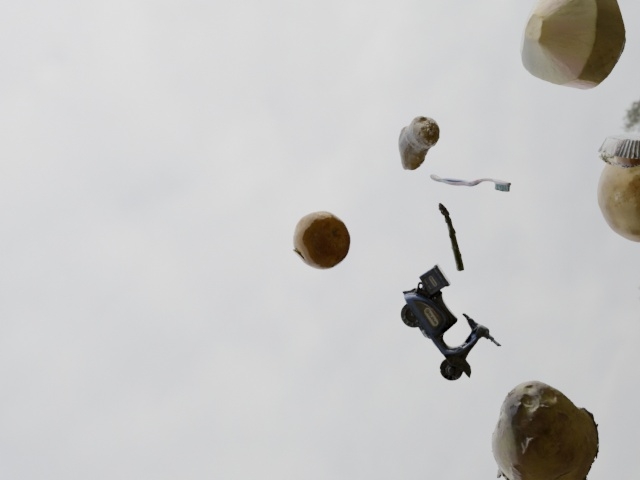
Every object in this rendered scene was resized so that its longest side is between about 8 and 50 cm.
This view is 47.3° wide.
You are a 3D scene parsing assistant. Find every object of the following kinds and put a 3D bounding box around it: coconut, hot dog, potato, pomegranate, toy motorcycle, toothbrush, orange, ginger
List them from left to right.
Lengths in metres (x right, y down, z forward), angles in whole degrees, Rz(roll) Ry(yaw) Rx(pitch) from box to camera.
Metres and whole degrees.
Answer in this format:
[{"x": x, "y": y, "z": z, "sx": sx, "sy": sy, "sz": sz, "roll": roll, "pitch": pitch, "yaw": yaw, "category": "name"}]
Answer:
[{"x": 0.000, "y": 0.000, "z": 1.866, "sx": 0.155, "sy": 0.134, "sz": 0.154, "roll": 8, "pitch": -105, "yaw": -33, "category": "orange"}, {"x": 0.226, "y": -0.229, "z": 1.705, "sx": 0.069, "sy": 0.190, "sz": 0.095, "roll": 3, "pitch": -109, "yaw": -13, "category": "ginger"}, {"x": 0.402, "y": 0.267, "z": 2.321, "sx": 0.213, "sy": 0.358, "sz": 0.125, "roll": -35, "pitch": -5, "yaw": 12, "category": "toy motorcycle"}, {"x": 0.341, "y": -0.136, "z": 1.689, "sx": 0.021, "sy": 0.269, "sz": 0.027, "roll": 3, "pitch": -83, "yaw": -30, "category": "toothbrush"}, {"x": 0.560, "y": 0.523, "z": 1.929, "sx": 0.237, "sy": 0.301, "sz": 0.288, "roll": 33, "pitch": -139, "yaw": -49, "category": "potato"}, {"x": 0.569, "y": -0.471, "z": 1.663, "sx": 0.259, "sy": 0.259, "sz": 0.259, "roll": -18, "pitch": -60, "yaw": -34, "category": "coconut"}, {"x": 0.508, "y": -0.146, "z": 1.189, "sx": 0.192, "sy": 0.099, "sz": 0.053, "roll": -49, "pitch": -40, "yaw": -79, "category": "hot dog"}, {"x": 0.778, "y": -0.118, "z": 1.695, "sx": 0.264, "sy": 0.264, "sz": 0.264, "roll": -18, "pitch": -60, "yaw": -34, "category": "pomegranate"}]

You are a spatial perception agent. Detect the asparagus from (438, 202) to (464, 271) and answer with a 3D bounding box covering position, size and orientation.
[{"x": 0.355, "y": -0.007, "z": 1.973, "sx": 0.025, "sy": 0.024, "sz": 0.248, "roll": -43, "pitch": -48, "yaw": -23, "category": "asparagus"}]
